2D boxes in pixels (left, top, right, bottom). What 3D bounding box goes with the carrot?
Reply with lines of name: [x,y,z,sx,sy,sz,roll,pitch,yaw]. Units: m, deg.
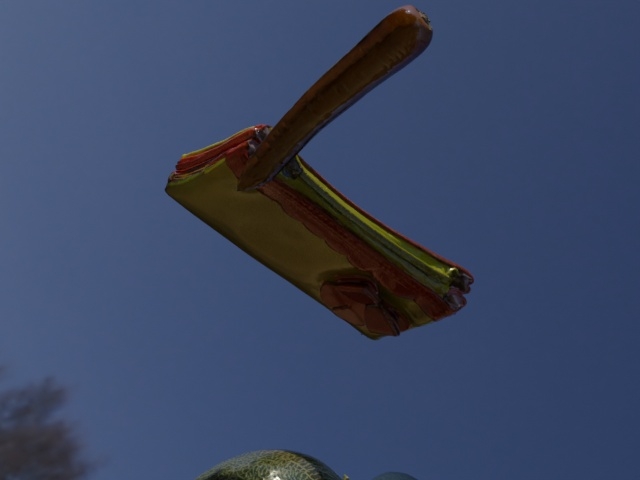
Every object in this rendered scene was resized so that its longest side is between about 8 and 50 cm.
carrot: [0.005,-0.101,1.247,0.190,0.037,0.037,-40,-114,17]

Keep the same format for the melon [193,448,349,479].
melon: [-0.044,0.220,1.220,0.192,0.139,0.139,-38,-111,25]

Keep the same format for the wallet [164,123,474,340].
wallet: [0.000,0.000,1.406,0.241,0.067,0.141,34,-25,-21]

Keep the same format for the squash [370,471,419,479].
squash: [0.070,0.233,1.377,0.219,0.068,0.077,-158,-134,-87]
